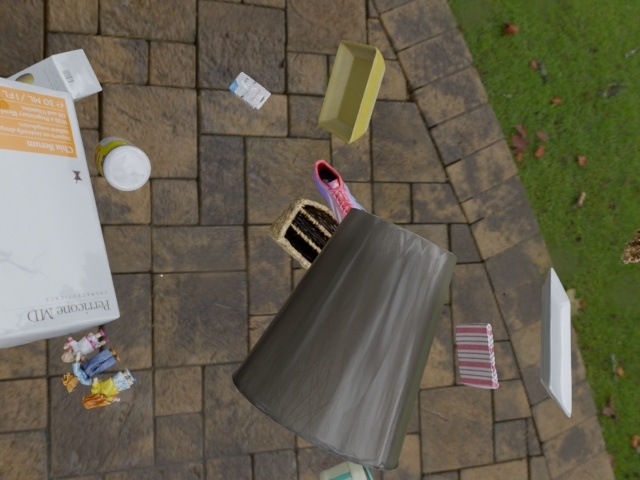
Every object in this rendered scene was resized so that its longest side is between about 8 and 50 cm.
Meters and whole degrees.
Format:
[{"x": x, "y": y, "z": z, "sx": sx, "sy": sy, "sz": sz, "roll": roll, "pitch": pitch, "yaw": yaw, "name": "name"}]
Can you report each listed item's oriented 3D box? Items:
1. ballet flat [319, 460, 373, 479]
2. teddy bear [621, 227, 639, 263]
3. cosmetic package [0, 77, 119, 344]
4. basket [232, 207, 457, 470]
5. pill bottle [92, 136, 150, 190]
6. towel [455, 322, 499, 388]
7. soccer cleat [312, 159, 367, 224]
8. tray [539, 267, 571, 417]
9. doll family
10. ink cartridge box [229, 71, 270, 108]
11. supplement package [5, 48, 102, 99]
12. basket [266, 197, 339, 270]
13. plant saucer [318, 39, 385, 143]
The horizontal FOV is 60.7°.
[{"x": 0.029, "y": 0.415, "z": 0.789, "sx": 0.086, "sy": 0.086, "sz": 0.248, "roll": -11, "pitch": 120, "yaw": -17, "name": "ballet flat"}, {"x": 0.546, "y": -0.004, "z": 0.727, "sx": 0.245, "sy": 0.338, "sz": 0.113, "roll": -25, "pitch": 90, "yaw": 21, "name": "teddy bear"}, {"x": -0.541, "y": -0.049, "z": 0.972, "sx": 0.230, "sy": 0.161, "sz": 0.453, "roll": -4, "pitch": 76, "yaw": -58, "name": "cosmetic package"}, {"x": 0.043, "y": 0.093, "z": 0.596, "sx": 0.204, "sy": 0.154, "sz": 0.227, "roll": 27, "pitch": 92, "yaw": 14, "name": "basket"}, {"x": -0.533, "y": -0.209, "z": 1.451, "sx": 0.117, "sy": 0.215, "sz": 0.117, "roll": -11, "pitch": 113, "yaw": -28, "name": "pill bottle"}, {"x": 0.485, "y": 0.356, "z": 1.703, "sx": 0.029, "sy": 0.144, "sz": 0.197, "roll": -1, "pitch": 83, "yaw": -30, "name": "towel"}, {"x": 0.056, "y": -0.116, "z": 1.505, "sx": 0.083, "sy": 0.095, "sz": 0.248, "roll": -32, "pitch": 69, "yaw": -6, "name": "soccer cleat"}, {"x": 0.477, "y": 0.204, "z": 1.114, "sx": 0.145, "sy": 0.030, "sz": 0.270, "roll": 48, "pitch": 45, "yaw": -38, "name": "tray"}, {"x": -0.667, "y": 0.402, "z": 1.625, "sx": 0.163, "sy": 0.118, "sz": 0.263, "roll": -32, "pitch": 114, "yaw": -18, "name": "doll family"}, {"x": -0.156, "y": -0.330, "z": 1.221, "sx": 0.083, "sy": 0.028, "sz": 0.048, "roll": 37, "pitch": 85, "yaw": 4, "name": "ink cartridge box"}, {"x": -0.843, "y": -0.487, "z": 1.721, "sx": 0.139, "sy": 0.244, "sz": 0.134, "roll": 68, "pitch": 29, "yaw": -19, "name": "supplement package"}, {"x": 0.000, "y": 0.000, "z": 1.859, "sx": 0.299, "sy": 0.223, "sz": 0.213, "roll": 44, "pitch": 84, "yaw": -15, "name": "basket"}, {"x": 0.121, "y": -0.543, "z": 2.002, "sx": 0.081, "sy": 0.333, "sz": 0.333, "roll": 8, "pitch": 111, "yaw": -25, "name": "plant saucer"}]
